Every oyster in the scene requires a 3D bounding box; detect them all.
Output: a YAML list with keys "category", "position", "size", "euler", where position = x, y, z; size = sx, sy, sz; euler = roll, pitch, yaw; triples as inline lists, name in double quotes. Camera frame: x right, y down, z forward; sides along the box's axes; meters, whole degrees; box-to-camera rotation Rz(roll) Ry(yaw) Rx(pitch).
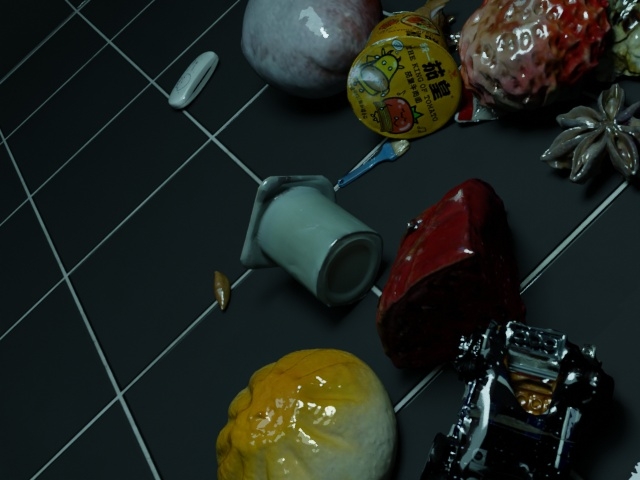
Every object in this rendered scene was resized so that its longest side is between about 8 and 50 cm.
- category: "oyster"
  position: [0.556, -0.425, 1.333]
  size: [0.198, 0.133, 0.336]
  euler: [0, 59, 30]

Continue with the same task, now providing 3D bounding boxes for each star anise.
- category: "star anise"
  position: [0.442, -0.156, 1.226]
  size: [0.197, 0.073, 0.212]
  euler: [-19, 42, 20]

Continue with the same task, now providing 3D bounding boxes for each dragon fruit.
- category: "dragon fruit"
  position: [0.224, 0.051, 1.180]
  size: [0.302, 0.240, 0.330]
  euler: [-44, 7, 43]

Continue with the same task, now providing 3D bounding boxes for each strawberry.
- category: "strawberry"
  position: [0.348, -0.386, 1.331]
  size: [0.265, 0.149, 0.335]
  euler: [10, 83, 57]

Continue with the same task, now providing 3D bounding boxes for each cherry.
- category: "cherry"
  position: [-0.025, -0.453, 1.701]
  size: [0.327, 0.291, 0.334]
  euler: [-14, 50, 23]

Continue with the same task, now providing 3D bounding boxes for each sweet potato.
- category: "sweet potato"
  position: [-0.195, 0.099, 1.547]
  size: [0.034, 0.034, 0.095]
  euler: [-27, 53, 18]

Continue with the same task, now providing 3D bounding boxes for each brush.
- category: "brush"
  position: [0.103, -0.153, 1.545]
  size: [0.164, 0.014, 0.051]
  euler: [-32, 39, 13]

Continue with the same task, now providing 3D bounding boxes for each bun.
- category: "bun"
  position: [-0.042, 0.287, 1.151]
  size: [0.299, 0.165, 0.298]
  euler: [-24, 42, 23]

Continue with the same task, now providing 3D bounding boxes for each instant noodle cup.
- category: "instant noodle cup"
  position: [0.165, -0.331, 1.515]
  size: [0.216, 0.215, 0.172]
  euler: [-21, 33, 24]

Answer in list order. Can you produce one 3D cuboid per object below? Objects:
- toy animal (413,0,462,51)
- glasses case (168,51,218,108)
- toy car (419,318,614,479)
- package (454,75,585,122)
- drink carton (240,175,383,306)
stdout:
- category: "toy animal"
  position: [0.247, -0.459, 1.658]
  size: [0.179, 0.089, 0.188]
  euler: [4, 57, 23]
- category: "glasses case"
  position: [-0.347, -0.440, 2.140]
  size: [0.076, 0.049, 0.197]
  euler: [10, 62, 43]
- category: "toy car"
  position: [0.235, 0.248, 0.973]
  size: [0.193, 0.118, 0.301]
  euler: [20, 71, 11]
- category: "package"
  position: [0.367, -0.289, 1.439]
  size: [0.239, 0.030, 0.154]
  euler: [-6, 53, 35]
- category: "drink carton"
  position: [0.000, 0.000, 1.359]
  size: [0.190, 0.191, 0.185]
  euler: [32, 116, 42]
